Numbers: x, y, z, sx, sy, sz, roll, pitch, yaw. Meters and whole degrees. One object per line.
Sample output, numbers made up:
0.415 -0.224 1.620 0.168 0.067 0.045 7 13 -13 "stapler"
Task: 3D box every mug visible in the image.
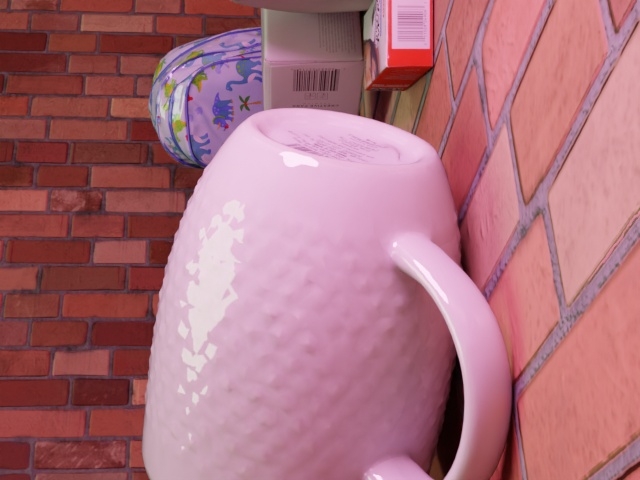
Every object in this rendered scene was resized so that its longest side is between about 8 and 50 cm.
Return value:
0.019 0.080 0.854 0.374 0.276 0.328 34 121 47 "mug"

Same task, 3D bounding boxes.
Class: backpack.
-0.131 -0.250 1.784 0.273 0.355 0.290 -102 14 -62 "backpack"

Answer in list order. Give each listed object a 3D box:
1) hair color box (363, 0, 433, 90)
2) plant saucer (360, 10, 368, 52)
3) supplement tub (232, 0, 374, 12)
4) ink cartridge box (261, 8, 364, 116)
0.083 -0.222 1.093 0.167 0.053 0.093 174 96 -86 "hair color box"
0.065 -0.363 1.384 0.241 0.037 0.241 -179 90 -85 "plant saucer"
-0.006 -0.432 1.119 0.228 0.228 0.316 -143 53 -83 "supplement tub"
-0.019 -0.290 1.390 0.272 0.130 0.310 96 172 -62 "ink cartridge box"
